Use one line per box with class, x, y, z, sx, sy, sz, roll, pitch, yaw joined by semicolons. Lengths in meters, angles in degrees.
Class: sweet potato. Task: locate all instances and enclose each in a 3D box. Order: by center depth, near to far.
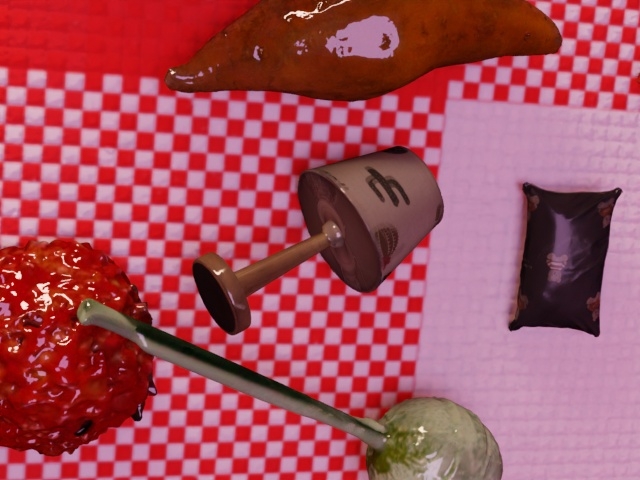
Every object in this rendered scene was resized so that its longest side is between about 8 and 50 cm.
sweet potato;0.043;-0.174;1.105;0.359;0.112;0.112;-13;106;-12

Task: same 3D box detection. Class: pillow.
pillow;0.230;0.020;1.241;0.090;0.048;0.150;0;105;-21

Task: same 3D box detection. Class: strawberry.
strawberry;-0.249;0.100;1.070;0.236;0.111;0.190;-1;105;-17

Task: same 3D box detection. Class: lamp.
lamp;0.000;0.000;1.119;0.214;0.121;0.121;-28;110;-23

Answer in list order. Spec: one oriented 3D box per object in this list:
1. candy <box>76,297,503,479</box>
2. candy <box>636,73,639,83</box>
candy;-0.017;0.140;1.134;0.439;0.119;0.119;28;93;-28
candy;0.367;-0.152;1.251;0.122;0.038;0.062;24;94;-22
